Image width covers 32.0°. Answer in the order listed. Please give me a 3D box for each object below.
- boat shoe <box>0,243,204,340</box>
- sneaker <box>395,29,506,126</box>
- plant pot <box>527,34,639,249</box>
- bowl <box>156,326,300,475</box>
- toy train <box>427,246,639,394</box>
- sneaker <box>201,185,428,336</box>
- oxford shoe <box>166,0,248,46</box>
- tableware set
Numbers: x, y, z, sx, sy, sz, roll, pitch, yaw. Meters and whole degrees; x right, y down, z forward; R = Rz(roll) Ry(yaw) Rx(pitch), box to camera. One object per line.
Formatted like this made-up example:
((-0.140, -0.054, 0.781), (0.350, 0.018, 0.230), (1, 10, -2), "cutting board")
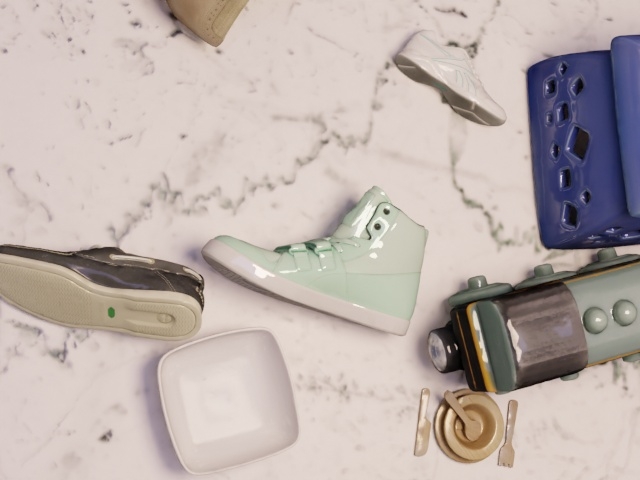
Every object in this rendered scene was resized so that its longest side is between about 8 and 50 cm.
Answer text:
((-0.236, 0.044, 1.174), (0.233, 0.084, 0.079), (12, 43, -8), "boat shoe")
((0.164, -0.193, 1.317), (0.152, 0.053, 0.061), (36, 73, -9), "sneaker")
((0.397, -0.119, 1.295), (0.235, 0.212, 0.236), (-3, 85, -18), "plant pot")
((-0.102, 0.170, 1.200), (0.142, 0.053, 0.142), (-13, 89, -17), "bowl")
((0.291, 0.089, 1.252), (0.333, 0.190, 0.142), (-11, 88, -17), "toy train")
((0.000, 0.000, 1.225), (0.255, 0.094, 0.151), (19, 85, -24), "sneaker")
((-0.037, -0.358, 1.252), (0.348, 0.123, 0.130), (-42, 106, -8), "oxford shoe")
((0.169, 0.267, 1.277), (0.128, 0.039, 0.194), (9, 82, -15), "tableware set")
